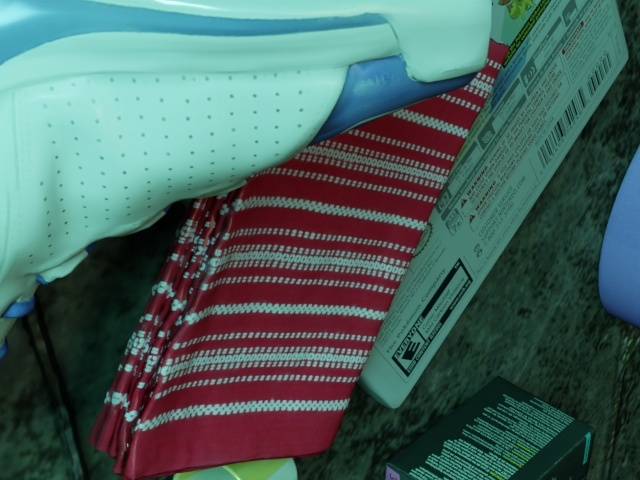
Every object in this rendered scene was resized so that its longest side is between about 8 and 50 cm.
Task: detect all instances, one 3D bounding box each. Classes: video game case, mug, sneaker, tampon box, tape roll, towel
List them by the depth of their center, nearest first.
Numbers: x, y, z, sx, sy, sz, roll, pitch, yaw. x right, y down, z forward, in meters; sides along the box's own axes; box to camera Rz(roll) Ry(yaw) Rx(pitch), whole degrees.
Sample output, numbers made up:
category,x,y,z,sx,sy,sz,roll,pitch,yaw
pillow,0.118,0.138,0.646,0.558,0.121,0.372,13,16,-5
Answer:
category,x,y,z,sx,sy,sz,roll,pitch,yaw
sneaker,-0.115,-0.026,0.374,0.315,0.127,0.182,-15,142,-16
towel,0.000,0.000,0.597,0.199,0.031,0.275,9,108,-55
mug,-0.044,0.141,0.673,0.064,0.062,0.078,-25,138,-54
video game case,0.080,-0.083,0.709,0.329,0.036,0.300,-55,146,-11
tampon box,0.136,0.213,0.927,0.161,0.101,0.120,-27,132,-41
tape roll,0.386,-0.030,1.113,0.274,0.090,0.275,-32,135,-39
